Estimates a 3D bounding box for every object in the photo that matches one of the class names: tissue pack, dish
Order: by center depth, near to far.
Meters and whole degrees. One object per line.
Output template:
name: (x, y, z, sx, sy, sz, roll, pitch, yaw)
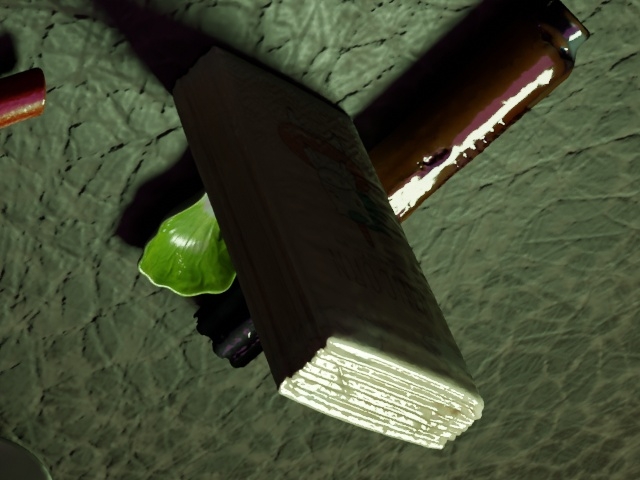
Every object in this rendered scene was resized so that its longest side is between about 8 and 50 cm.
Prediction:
tissue pack: (0.000, 0.000, 1.259, 0.170, 0.325, 0.071, 27, 118, -39)
dish: (-0.094, -0.017, 1.403, 0.091, 0.039, 0.137, 20, 119, -32)

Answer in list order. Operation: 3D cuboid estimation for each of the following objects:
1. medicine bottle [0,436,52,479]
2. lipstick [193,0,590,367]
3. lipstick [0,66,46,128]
medicine bottle: (-0.324, 0.297, 1.511, 0.139, 0.139, 0.237, 0, 132, -26)
lipstick: (0.057, -0.047, 1.423, 0.418, 0.077, 0.077, -42, 134, 14)
lipstick: (-0.329, -0.068, 1.225, 0.274, 0.061, 0.068, -19, 134, -9)
